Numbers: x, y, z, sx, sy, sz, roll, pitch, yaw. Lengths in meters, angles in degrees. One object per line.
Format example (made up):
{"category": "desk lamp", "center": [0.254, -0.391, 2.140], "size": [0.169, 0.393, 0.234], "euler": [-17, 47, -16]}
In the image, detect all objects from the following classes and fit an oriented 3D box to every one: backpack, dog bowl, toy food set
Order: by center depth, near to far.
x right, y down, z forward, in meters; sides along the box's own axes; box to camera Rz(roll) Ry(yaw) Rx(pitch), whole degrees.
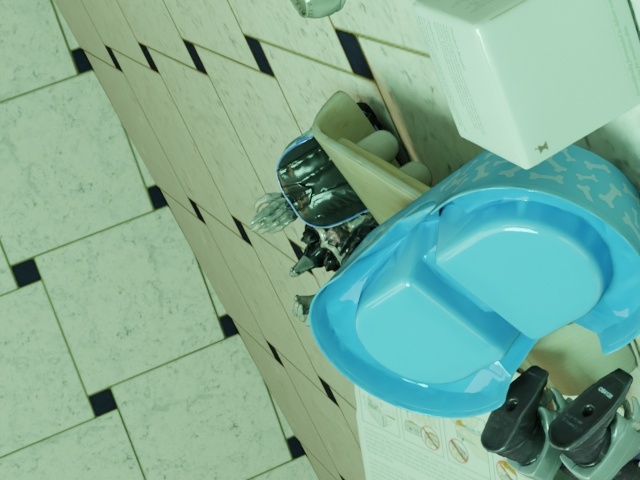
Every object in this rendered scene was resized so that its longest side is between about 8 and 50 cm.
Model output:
{"category": "dog bowl", "center": [0.118, 0.029, 0.994], "size": [0.166, 0.074, 0.297], "euler": [38, 140, -14]}
{"category": "toy food set", "center": [0.128, -0.012, 1.175], "size": [0.219, 0.092, 0.306], "euler": [53, 173, -29]}
{"category": "backpack", "center": [0.018, -0.071, 1.354], "size": [0.105, 0.114, 0.084], "euler": [60, -173, -12]}

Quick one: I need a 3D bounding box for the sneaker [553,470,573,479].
{"category": "sneaker", "center": [0.275, 0.355, 1.278], "size": [0.295, 0.147, 0.104], "euler": [54, 165, 18]}

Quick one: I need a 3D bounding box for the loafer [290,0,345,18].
{"category": "loafer", "center": [-0.086, -0.323, 1.173], "size": [0.319, 0.111, 0.112], "euler": [59, 168, 2]}

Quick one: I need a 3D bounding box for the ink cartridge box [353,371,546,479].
{"category": "ink cartridge box", "center": [0.175, 0.271, 1.515], "size": [0.308, 0.091, 0.384], "euler": [18, 123, 48]}

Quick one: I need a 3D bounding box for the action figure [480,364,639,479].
{"category": "action figure", "center": [0.257, 0.209, 1.102], "size": [0.285, 0.099, 0.185], "euler": [46, 164, -34]}

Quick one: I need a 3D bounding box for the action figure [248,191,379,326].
{"category": "action figure", "center": [0.000, 0.000, 1.540], "size": [0.164, 0.141, 0.275], "euler": [56, 164, 7]}

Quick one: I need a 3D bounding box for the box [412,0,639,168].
{"category": "box", "center": [0.130, -0.117, 0.839], "size": [0.087, 0.102, 0.101], "euler": [40, 157, 61]}
